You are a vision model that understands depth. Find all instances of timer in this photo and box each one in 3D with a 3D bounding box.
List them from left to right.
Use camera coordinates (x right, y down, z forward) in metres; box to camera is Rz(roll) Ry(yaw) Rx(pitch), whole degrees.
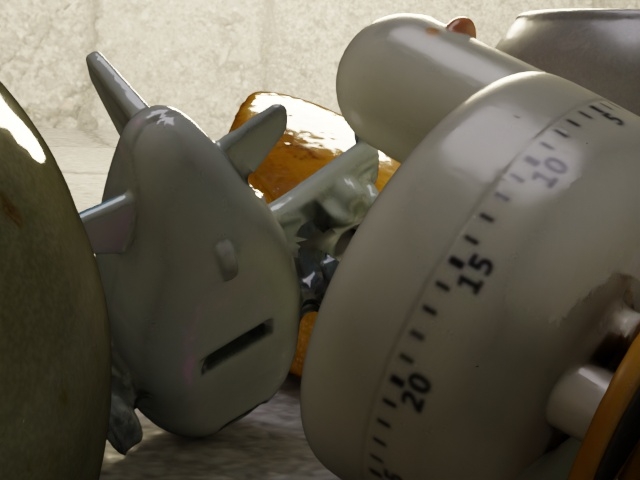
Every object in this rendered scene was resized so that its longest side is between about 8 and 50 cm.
[{"bbox_3d":[0.074,0.020,0.735,0.240,0.233,0.233,31,21,24],"label":"timer"}]

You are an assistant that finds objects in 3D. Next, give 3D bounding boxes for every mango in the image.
[{"bbox_3d":[0.000,0.000,1.060,0.199,0.201,0.350,-28,26,-11],"label":"mango"}]

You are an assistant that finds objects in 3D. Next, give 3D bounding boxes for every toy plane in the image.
[{"bbox_3d":[-0.073,0.018,0.803,0.267,0.267,0.122,-6,46,-45],"label":"toy plane"}]

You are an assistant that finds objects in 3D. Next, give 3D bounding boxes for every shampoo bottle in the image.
[{"bbox_3d":[0.271,-0.070,1.311,0.273,0.266,0.273,1,8,0],"label":"shampoo bottle"}]

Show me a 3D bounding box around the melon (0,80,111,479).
[{"bbox_3d":[-0.194,0.043,0.456,0.268,0.268,0.330,0,18,-24],"label":"melon"}]
